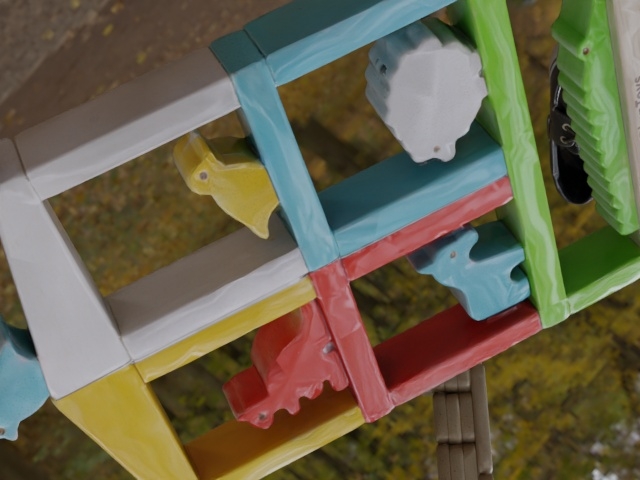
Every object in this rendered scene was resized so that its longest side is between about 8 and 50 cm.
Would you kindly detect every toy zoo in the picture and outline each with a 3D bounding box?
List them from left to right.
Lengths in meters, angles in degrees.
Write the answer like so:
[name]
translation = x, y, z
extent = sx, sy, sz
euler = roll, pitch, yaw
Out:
[toy zoo]
translation = 0.000, 0.000, 0.490
extent = 0.293, 0.192, 0.030
euler = -27, -139, -7

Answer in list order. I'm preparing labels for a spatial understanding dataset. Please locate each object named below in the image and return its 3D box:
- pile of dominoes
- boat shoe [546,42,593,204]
[pile of dominoes]
translation = 0.085, 0.188, 0.744
extent = 0.196, 0.040, 0.251
euler = 58, 28, -78
[boat shoe]
translation = 0.156, -0.067, 0.728
extent = 0.142, 0.049, 0.040
euler = 66, 38, -61
